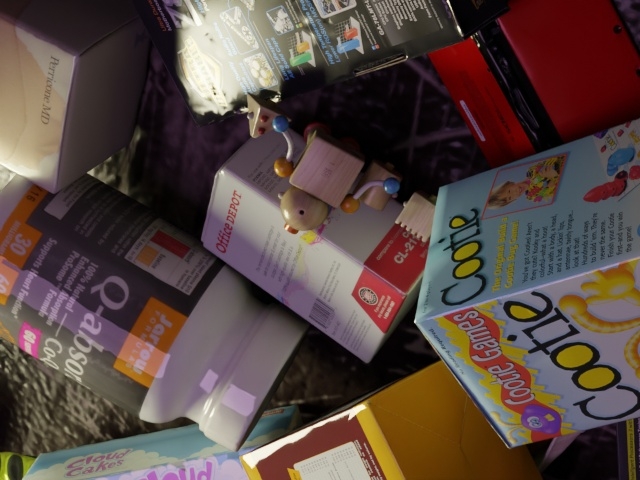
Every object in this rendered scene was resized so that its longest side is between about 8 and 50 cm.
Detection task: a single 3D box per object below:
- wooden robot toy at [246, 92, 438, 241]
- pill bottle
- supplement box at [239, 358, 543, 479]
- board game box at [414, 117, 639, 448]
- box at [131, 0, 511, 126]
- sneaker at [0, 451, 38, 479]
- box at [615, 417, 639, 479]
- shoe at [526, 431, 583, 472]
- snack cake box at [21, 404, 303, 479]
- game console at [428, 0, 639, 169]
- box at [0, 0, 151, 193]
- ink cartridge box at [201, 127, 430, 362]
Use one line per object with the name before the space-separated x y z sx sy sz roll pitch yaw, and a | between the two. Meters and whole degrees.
wooden robot toy | 0.004 -0.037 1.022 0.173 0.076 0.079 29 103 -7
pill bottle | -0.159 0.058 1.188 0.278 0.162 0.162 29 128 5
supplement box | 0.068 0.217 1.119 0.194 0.129 0.191 -31 83 50
board game box | 0.223 0.016 0.915 0.275 0.144 0.142 -19 125 28
box | -0.047 -0.248 0.978 0.293 0.073 0.296 -12 109 48
sneaker | -0.217 0.286 1.412 0.295 0.123 0.109 23 85 1
box | 0.337 0.173 1.040 0.216 0.060 0.270 6 119 28
shoe | 0.151 0.171 1.146 0.076 0.058 0.219 42 129 3
snack cake box | -0.132 0.259 1.275 0.264 0.089 0.152 -13 104 11
game console | 0.164 -0.113 1.002 0.144 0.085 0.124 59 159 -11
box | -0.306 -0.183 1.163 0.311 0.121 0.148 26 126 15
ink cartridge box | 0.000 0.000 1.102 0.175 0.072 0.127 35 150 8
